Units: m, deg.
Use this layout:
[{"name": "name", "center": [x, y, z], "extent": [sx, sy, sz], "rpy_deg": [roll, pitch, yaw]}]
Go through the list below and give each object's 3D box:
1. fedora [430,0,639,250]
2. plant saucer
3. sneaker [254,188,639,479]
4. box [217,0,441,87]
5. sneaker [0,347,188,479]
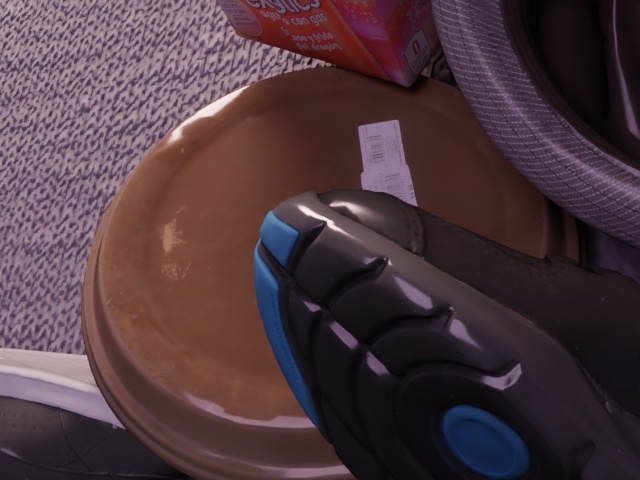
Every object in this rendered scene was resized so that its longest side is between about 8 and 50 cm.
[{"name": "fedora", "center": [0.194, -0.103, 0.429], "extent": [0.244, 0.124, 0.275], "rpy_deg": [-45, 62, 7]}, {"name": "plant saucer", "center": [0.000, 0.000, 0.488], "extent": [0.278, 0.041, 0.278], "rpy_deg": [-6, 52, 8]}, {"name": "sneaker", "center": [0.129, 0.072, 0.356], "extent": [0.341, 0.125, 0.139], "rpy_deg": [32, 51, 13]}, {"name": "box", "center": [0.055, -0.260, 0.527], "extent": [0.142, 0.154, 0.300], "rpy_deg": [24, 70, 35]}, {"name": "sneaker", "center": [-0.149, 0.146, 0.542], "extent": [0.295, 0.104, 0.147], "rpy_deg": [3, 89, 19]}]
